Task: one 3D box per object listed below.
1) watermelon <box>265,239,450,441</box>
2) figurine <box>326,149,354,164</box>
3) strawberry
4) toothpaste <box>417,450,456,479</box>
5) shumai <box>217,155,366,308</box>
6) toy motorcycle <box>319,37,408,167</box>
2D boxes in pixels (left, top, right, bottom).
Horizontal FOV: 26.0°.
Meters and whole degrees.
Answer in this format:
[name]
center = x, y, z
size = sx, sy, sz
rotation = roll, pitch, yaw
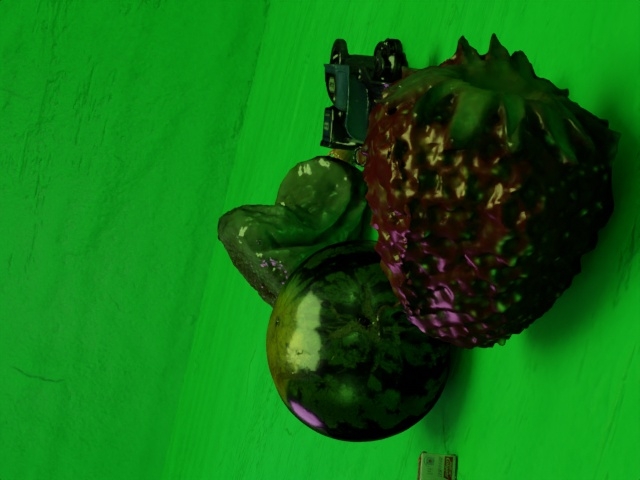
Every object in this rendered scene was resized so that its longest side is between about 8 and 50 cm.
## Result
[watermelon]
center = 0.052, 0.136, 1.834
size = 0.269, 0.269, 0.269
rotation = -169, 90, -76
[figurine]
center = 0.035, -0.151, 2.543
size = 0.064, 0.047, 0.109
rotation = -57, 5, -7
[strawberry]
center = 0.156, -0.022, 1.469
size = 0.292, 0.292, 0.343
rotation = -105, 24, -61
[toothpaste]
center = 0.140, 0.364, 1.735
size = 0.040, 0.047, 0.196
rotation = 96, 179, -70
[shumai]
center = 0.000, 0.000, 2.377
size = 0.263, 0.304, 0.309
rotation = -47, 7, -11
[toy motorcycle]
center = 0.081, -0.222, 2.268
size = 0.358, 0.125, 0.212
rotation = -145, 58, -77
